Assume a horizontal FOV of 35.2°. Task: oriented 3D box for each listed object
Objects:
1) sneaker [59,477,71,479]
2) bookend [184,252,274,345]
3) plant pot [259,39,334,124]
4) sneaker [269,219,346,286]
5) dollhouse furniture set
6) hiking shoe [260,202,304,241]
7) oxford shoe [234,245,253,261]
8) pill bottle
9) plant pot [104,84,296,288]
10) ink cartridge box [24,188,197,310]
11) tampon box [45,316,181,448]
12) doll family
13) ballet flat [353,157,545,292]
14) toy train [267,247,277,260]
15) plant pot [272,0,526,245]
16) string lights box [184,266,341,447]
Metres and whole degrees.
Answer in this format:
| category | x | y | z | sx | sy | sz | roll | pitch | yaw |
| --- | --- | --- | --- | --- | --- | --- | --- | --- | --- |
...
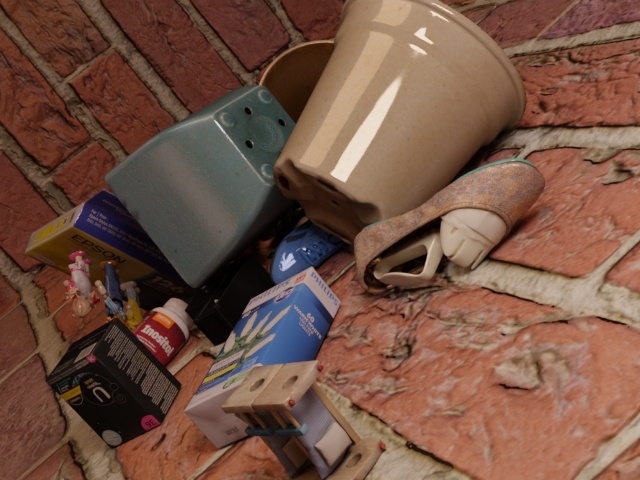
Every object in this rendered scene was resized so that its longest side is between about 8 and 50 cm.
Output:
| category | x | y | z | sx | sy | sz | roll | pitch | yaw |
| --- | --- | --- | --- | --- | --- | --- | --- | --- | --- |
| sneaker | -0.380 | 0.403 | 1.414 | 0.065 | 0.076 | 0.166 | -29 | 19 | 32 |
| bookend | -0.179 | 0.117 | 1.745 | 0.157 | 0.072 | 0.156 | -26 | 21 | 37 |
| plant pot | 0.010 | -0.207 | 1.892 | 0.237 | 0.237 | 0.254 | -43 | -17 | -14 |
| sneaker | 0.000 | 0.000 | 1.686 | 0.209 | 0.069 | 0.082 | -44 | 21 | -19 |
| dollhouse furniture set | -0.050 | 0.239 | 1.063 | 0.129 | 0.129 | 0.183 | -16 | 27 | 52 |
| hiking shoe | -0.080 | -0.062 | 2.024 | 0.114 | 0.086 | 0.227 | -20 | 20 | 1 |
| oxford shoe | -0.194 | -0.040 | 2.047 | 0.130 | 0.123 | 0.348 | -58 | 20 | -6 |
| pill bottle | -0.291 | 0.176 | 1.801 | 0.086 | 0.086 | 0.152 | -18 | 27 | 50 |
| plant pot | -0.154 | -0.119 | 1.690 | 0.252 | 0.248 | 0.247 | -37 | 3 | 44 |
| ink cartridge box | -0.386 | 0.033 | 2.009 | 0.307 | 0.304 | 0.072 | -19 | 48 | 50 |
| tampon box | -0.329 | 0.228 | 1.612 | 0.120 | 0.161 | 0.101 | -30 | 19 | 30 |
| doll family | -0.389 | 0.132 | 1.941 | 0.118 | 0.263 | 0.163 | -19 | 52 | 5 |
| ballet flat | 0.165 | -0.001 | 1.333 | 0.316 | 0.107 | 0.106 | -29 | 39 | 44 |
| toy train | -0.065 | 0.013 | 1.877 | 0.083 | 0.017 | 0.024 | -30 | 8 | 27 |
| plant pot | 0.097 | -0.164 | 1.553 | 0.305 | 0.334 | 0.334 | -56 | 22 | -17 |
| string lights box | -0.075 | 0.159 | 1.411 | 0.133 | 0.077 | 0.259 | -29 | 19 | 32 |
